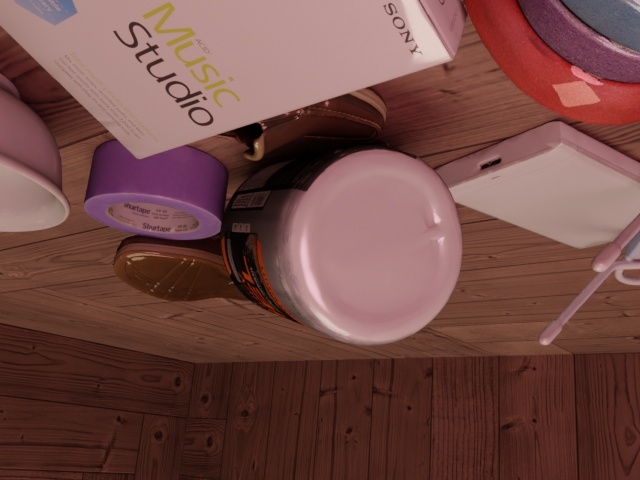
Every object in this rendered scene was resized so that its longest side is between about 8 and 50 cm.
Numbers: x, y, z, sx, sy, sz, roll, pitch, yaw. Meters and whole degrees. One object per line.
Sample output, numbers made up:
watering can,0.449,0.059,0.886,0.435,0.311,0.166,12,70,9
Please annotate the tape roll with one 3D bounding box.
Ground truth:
tape roll,-0.226,-0.067,0.951,0.189,0.080,0.189,3,162,1

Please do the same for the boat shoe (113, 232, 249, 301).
boat shoe,-0.186,0.022,1.144,0.342,0.123,0.123,7,141,-37

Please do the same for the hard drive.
hard drive,0.326,-0.060,0.895,0.307,0.040,0.203,17,159,-32

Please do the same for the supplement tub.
supplement tub,0.000,0.000,0.821,0.207,0.207,0.338,12,177,-21

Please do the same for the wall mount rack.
wall mount rack,0.429,0.019,0.831,0.304,0.130,0.350,-4,148,-2

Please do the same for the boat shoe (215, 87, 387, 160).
boat shoe,-0.058,-0.123,0.700,0.257,0.095,0.095,8,162,-11

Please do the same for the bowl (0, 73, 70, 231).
bowl,-0.418,-0.118,0.749,0.298,0.134,0.298,5,163,2

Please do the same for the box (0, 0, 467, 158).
box,-0.094,-0.181,0.472,0.322,0.058,0.232,-11,136,36

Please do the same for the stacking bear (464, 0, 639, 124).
stacking bear,0.200,-0.196,0.327,0.175,0.164,0.289,7,158,-8

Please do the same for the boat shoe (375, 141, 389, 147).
boat shoe,0.076,-0.089,0.871,0.046,0.038,0.125,-37,170,-7
